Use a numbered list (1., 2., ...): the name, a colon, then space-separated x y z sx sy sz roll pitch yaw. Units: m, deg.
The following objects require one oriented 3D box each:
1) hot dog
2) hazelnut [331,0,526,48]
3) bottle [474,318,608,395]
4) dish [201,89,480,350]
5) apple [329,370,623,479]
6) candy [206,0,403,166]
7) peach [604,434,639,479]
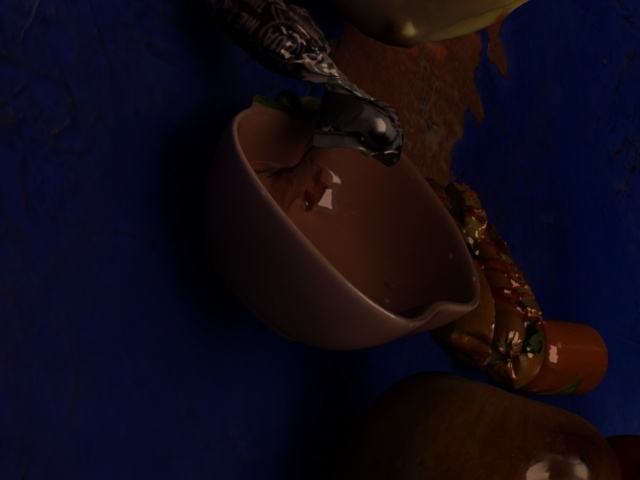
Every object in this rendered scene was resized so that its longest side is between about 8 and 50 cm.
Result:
1. hot dog: 0.109 0.017 1.273 0.104 0.076 0.250 35 19 -22
2. hazelnut: 0.106 -0.258 1.241 0.241 0.261 0.261 34 48 -8
3. bottle: 0.184 0.100 1.488 0.187 0.069 0.069 11 76 -56
4. dish: 0.000 0.000 1.146 0.213 0.090 0.213 33 29 -21
5. apple: 0.108 0.194 1.206 0.211 0.211 0.188 27 84 -54
6. candy: -0.027 -0.134 1.141 0.226 0.051 0.094 47 16 -4
7. peach: 0.265 0.251 1.512 0.267 0.154 0.159 23 64 -48
